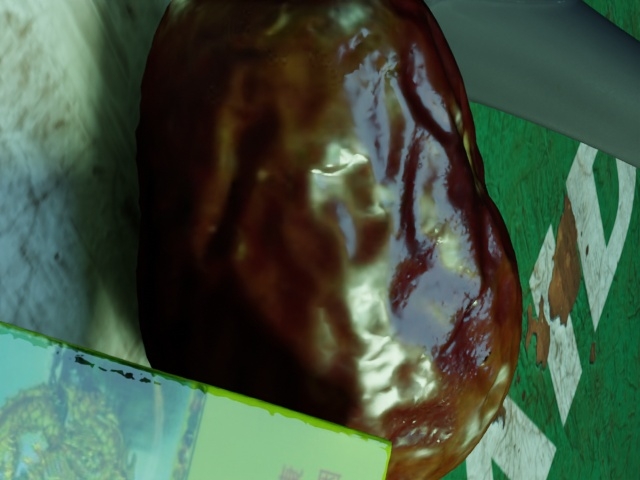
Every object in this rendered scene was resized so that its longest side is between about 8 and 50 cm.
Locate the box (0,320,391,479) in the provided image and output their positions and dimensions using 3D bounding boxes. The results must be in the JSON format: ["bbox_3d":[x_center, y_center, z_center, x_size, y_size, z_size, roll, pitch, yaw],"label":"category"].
[{"bbox_3d":[-0.122,0.139,0.708,0.335,0.047,0.187,21,76,-34],"label":"box"}]

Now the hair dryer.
[{"bbox_3d":[0.052,-0.043,1.031,0.121,0.301,0.361,-38,155,-51],"label":"hair dryer"}]

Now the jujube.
[{"bbox_3d":[0.000,0.000,0.903,0.223,0.223,0.318,-47,137,-52],"label":"jujube"}]
